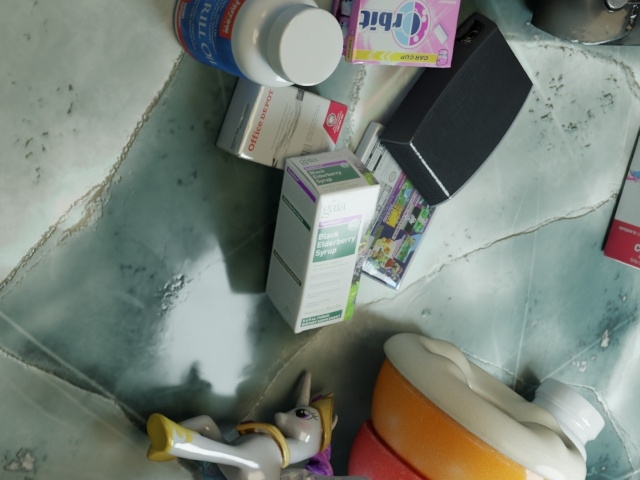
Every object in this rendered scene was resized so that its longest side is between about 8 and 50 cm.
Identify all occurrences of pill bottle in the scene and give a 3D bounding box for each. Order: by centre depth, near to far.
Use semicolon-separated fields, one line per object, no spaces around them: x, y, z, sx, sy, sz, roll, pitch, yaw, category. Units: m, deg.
-0.073;-0.254;1.593;0.124;0.221;0.124;-13;114;-33;pill bottle
0.342;0.366;2.179;0.265;0.153;0.153;-49;128;-13;pill bottle

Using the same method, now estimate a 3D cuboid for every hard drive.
0.208;-0.188;1.921;0.255;0.054;0.172;-53;127;-18;hard drive

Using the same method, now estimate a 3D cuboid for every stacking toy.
0.130;0.408;1.954;0.350;0.350;0.480;28;99;-40;stacking toy

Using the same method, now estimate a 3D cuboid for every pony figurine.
-0.064;0.364;1.791;0.363;0.303;0.351;-5;72;-47;pony figurine

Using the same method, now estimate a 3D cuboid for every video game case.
0.094;-0.047;1.925;0.183;0.023;0.201;28;88;-40;video game case

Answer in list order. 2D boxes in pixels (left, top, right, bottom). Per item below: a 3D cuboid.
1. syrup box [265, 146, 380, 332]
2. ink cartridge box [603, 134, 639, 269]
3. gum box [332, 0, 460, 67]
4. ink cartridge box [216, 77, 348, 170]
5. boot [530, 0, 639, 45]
0.000;0.000;1.777;0.093;0.096;0.237;-12;133;-28;syrup box
0.636;-0.088;2.249;0.226;0.131;0.306;8;103;-38;ink cartridge box
0.098;-0.298;1.809;0.188;0.062;0.107;-3;108;-36;gum box
-0.051;-0.152;1.750;0.150;0.063;0.109;14;98;-40;ink cartridge box
0.393;-0.504;1.886;0.367;0.146;0.445;8;124;-18;boot
